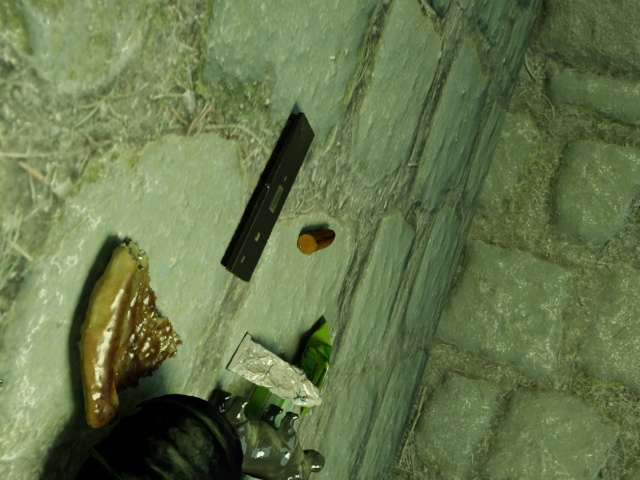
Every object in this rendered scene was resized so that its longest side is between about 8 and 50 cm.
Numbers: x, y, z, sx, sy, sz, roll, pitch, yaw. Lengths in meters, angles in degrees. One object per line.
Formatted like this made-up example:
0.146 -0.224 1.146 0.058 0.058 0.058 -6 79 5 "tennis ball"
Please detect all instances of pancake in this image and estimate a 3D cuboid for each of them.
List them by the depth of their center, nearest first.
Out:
-0.259 0.141 0.941 0.244 0.057 0.266 21 88 -67 "pancake"

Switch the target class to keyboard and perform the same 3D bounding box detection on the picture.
-0.092 -0.081 1.184 0.317 0.027 0.106 -66 160 -11 "keyboard"

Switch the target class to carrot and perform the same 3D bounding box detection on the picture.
0.000 0.000 1.425 0.139 0.048 0.048 -17 123 -64 "carrot"

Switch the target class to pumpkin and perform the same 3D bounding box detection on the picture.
-0.220 0.395 0.945 0.296 0.295 0.296 -47 147 -44 "pumpkin"

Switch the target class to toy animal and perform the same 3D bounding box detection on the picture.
-0.094 0.422 1.297 0.343 0.106 0.168 46 63 -33 "toy animal"

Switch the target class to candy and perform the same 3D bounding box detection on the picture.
-0.017 0.291 1.545 0.246 0.069 0.149 -71 -178 -73 "candy"

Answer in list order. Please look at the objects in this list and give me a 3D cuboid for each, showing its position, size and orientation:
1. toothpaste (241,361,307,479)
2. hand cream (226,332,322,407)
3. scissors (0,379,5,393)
-0.140 0.419 1.387 0.337 0.081 0.067 -60 154 -24 "toothpaste"
-0.081 0.286 1.339 0.257 0.050 0.084 42 66 -34 "hand cream"
-0.455 0.293 0.663 0.360 0.029 0.191 -59 158 -31 "scissors"
